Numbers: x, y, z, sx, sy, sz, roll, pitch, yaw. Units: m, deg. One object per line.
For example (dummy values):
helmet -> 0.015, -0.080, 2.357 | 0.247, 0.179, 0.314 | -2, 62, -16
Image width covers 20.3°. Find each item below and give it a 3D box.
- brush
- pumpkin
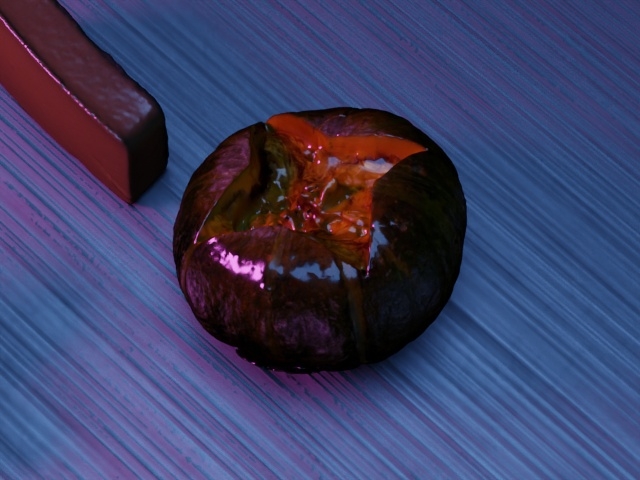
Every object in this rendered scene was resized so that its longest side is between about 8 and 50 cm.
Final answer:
brush -> -0.206, -0.129, 1.483 | 0.059, 0.123, 0.197 | -41, 77, -18
pumpkin -> 0.001, 0.002, 1.421 | 0.238, 0.159, 0.238 | -7, 53, 9
